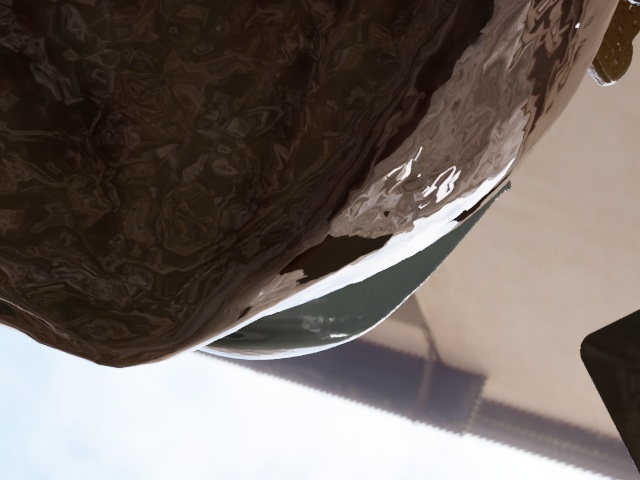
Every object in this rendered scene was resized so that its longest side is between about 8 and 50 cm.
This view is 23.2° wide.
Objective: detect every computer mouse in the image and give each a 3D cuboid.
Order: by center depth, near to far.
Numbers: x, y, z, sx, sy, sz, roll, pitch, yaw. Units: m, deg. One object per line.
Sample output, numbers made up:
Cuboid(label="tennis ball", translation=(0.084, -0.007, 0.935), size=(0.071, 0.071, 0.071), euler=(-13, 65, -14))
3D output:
Cuboid(label="computer mouse", translation=(0.000, 0.000, 0.839), size=(0.128, 0.079, 0.231), euler=(21, -144, 39))

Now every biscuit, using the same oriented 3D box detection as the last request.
Cuboid(label="biscuit", translation=(0.255, -0.265, 1.542), size=(0.041, 0.239, 0.212), euler=(16, -80, 49))

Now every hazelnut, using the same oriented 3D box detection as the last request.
Cuboid(label="hazelnut", translation=(-0.075, -0.150, 0.530), size=(0.409, 0.359, 0.359), euler=(-10, -123, -22))

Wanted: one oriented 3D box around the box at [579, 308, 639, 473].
Cuboid(label="box", translation=(0.261, 0.113, 1.185), size=(0.091, 0.031, 0.126), euler=(-32, -100, 32))

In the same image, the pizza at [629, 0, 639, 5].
Cuboid(label="pizza", translation=(0.291, -0.220, 1.313), size=(0.069, 0.147, 0.226), euler=(-49, -161, 6))
